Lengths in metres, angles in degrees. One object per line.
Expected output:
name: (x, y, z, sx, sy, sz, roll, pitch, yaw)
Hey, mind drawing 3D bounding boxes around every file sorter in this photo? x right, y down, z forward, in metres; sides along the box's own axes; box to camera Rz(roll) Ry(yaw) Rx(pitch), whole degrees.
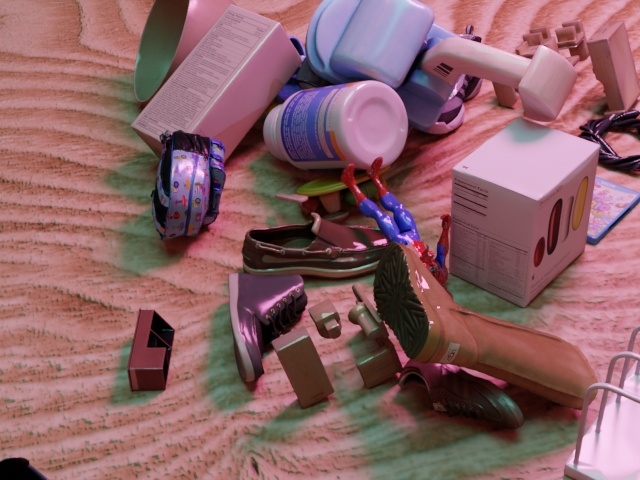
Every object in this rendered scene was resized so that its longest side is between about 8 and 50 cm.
file sorter: (0.464, 0.191, 1.217, 0.192, 0.173, 0.277, 23, 44, 30)

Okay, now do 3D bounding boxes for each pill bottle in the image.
pill bottle: (0.015, -0.199, 1.728, 0.152, 0.152, 0.272, -30, 20, -30)

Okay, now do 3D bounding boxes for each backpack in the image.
backpack: (-0.224, -0.083, 1.641, 0.116, 0.158, 0.173, 8, 33, -12)

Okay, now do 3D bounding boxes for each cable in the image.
cable: (0.565, -0.190, 1.816, 0.150, 0.047, 0.184, 0, 38, 5)

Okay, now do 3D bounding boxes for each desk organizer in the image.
desk organizer: (-0.246, 0.158, 1.418, 0.050, 0.047, 0.130, -1, 37, 0)

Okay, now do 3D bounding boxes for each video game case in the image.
video game case: (0.462, -0.059, 1.678, 0.119, 0.015, 0.166, 26, 46, 33)

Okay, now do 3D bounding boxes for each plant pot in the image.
plant pot: (-0.242, -0.391, 1.998, 0.191, 0.284, 0.284, 17, 29, -28)

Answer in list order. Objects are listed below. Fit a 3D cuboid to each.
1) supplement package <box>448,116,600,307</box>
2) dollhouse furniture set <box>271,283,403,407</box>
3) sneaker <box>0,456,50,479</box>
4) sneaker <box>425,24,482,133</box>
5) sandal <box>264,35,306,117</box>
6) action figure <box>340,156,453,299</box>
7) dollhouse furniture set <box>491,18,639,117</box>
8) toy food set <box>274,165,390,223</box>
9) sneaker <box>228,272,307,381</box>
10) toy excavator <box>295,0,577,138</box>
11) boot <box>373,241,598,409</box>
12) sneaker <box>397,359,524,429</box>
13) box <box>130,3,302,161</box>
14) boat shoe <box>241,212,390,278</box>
supplement package: (0.316, -0.047, 1.517, 0.149, 0.203, 0.194, 26, 46, 33)
dollhouse furniture set: (0.009, 0.136, 1.371, 0.151, 0.144, 0.123, -27, 36, -6)
sneaker: (-0.407, 0.308, 1.147, 0.350, 0.148, 0.131, 9, 39, 16)
sneaker: (0.253, -0.329, 1.934, 0.101, 0.153, 0.268, 14, 40, 21)
sandal: (-0.070, -0.360, 1.997, 0.126, 0.138, 0.317, 5, 34, -26)
action figure: (0.141, -0.026, 1.508, 0.091, 0.139, 0.280, -17, 66, -29)
dollhouse furniture set: (0.504, -0.336, 1.978, 0.242, 0.161, 0.212, -2, 30, 40)
toy food set: (0.032, -0.075, 1.697, 0.217, 0.071, 0.128, -23, 15, -28)
sneaker: (-0.073, 0.115, 1.431, 0.118, 0.083, 0.222, -6, 36, -5)
toy excavator: (0.182, -0.308, 1.685, 0.432, 0.222, 0.445, 28, -3, -3)
boot: (0.217, 0.119, 1.325, 0.269, 0.089, 0.236, 17, 31, -23)
sneaker: (0.186, 0.215, 1.312, 0.071, 0.066, 0.188, -42, 45, -18)
box: (-0.190, -0.276, 1.817, 0.148, 0.121, 0.311, 30, 76, 35)
boat shoe: (0.001, 0.005, 1.560, 0.257, 0.095, 0.095, -9, 37, -8)
